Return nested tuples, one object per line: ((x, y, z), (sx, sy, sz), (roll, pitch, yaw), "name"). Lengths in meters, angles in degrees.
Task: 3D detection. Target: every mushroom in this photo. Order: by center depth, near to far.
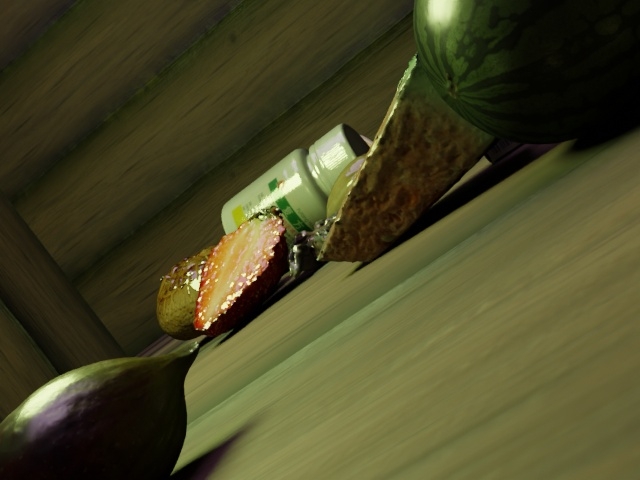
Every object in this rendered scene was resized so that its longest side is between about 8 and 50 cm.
((-0.198, 0.089, 1.259), (0.253, 0.153, 0.253), (-28, 10, 6), "mushroom")

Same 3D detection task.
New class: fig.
((-0.135, 0.121, 0.422), (0.109, 0.103, 0.154), (-2, 36, 43), "fig")

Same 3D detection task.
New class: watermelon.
((0.182, -0.183, 0.525), (0.212, 0.212, 0.212), (-36, 3, 2), "watermelon")
((0.090, -0.074, 0.739), (0.256, 0.140, 0.193), (-56, -4, 20), "watermelon")

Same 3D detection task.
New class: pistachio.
((0.079, -0.091, 1.261), (0.185, 0.108, 0.126), (-43, -23, 20), "pistachio")

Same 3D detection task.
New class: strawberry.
((-0.116, 0.061, 1.094), (0.236, 0.107, 0.175), (-52, 34, -7), "strawberry")

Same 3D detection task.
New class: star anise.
((0.014, -0.010, 1.107), (0.172, 0.063, 0.208), (-36, 3, 2), "star anise")

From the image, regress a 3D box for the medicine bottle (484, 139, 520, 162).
((0.278, -0.180, 0.840), (0.171, 0.052, 0.201), (-35, 4, 23), "medicine bottle")

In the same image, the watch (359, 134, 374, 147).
((0.072, -0.142, 1.678), (0.248, 0.211, 0.217), (-28, -14, 6), "watch")

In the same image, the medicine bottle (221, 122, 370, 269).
((-0.031, -0.089, 1.458), (0.340, 0.208, 0.208), (-35, 3, 20), "medicine bottle")
